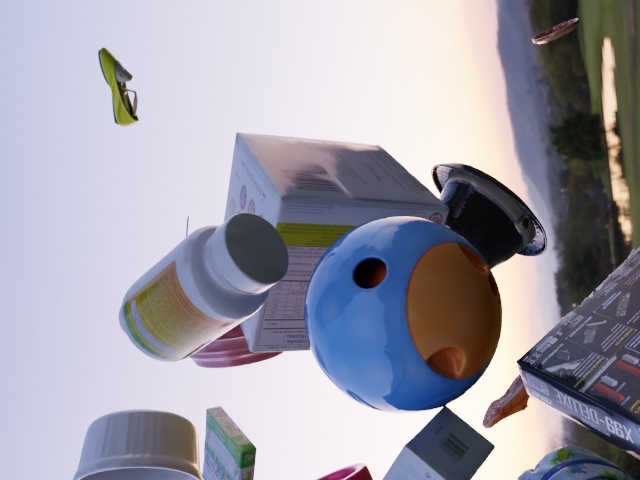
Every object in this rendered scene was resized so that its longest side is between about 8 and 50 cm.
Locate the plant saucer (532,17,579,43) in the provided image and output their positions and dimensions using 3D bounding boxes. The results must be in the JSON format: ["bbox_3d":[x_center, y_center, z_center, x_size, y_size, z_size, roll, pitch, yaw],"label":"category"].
[{"bbox_3d":[0.422,-0.373,1.164,0.013,0.083,0.083,62,-155,-15],"label":"plant saucer"}]

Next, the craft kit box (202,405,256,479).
[{"bbox_3d":[-0.274,0.658,1.920,0.061,0.250,0.246,-7,-69,-32],"label":"craft kit box"}]

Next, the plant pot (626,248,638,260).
[{"bbox_3d":[0.777,0.098,1.525,0.096,0.109,0.109,-90,14,-61],"label":"plant pot"}]

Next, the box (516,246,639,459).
[{"bbox_3d":[0.449,0.130,0.828,0.307,0.242,0.076,-37,-60,-18],"label":"box"}]

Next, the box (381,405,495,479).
[{"bbox_3d":[0.145,0.340,0.907,0.130,0.091,0.170,-21,-38,-54],"label":"box"}]

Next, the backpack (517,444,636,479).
[{"bbox_3d":[0.552,0.577,1.329,0.355,0.290,0.273,46,-173,-12],"label":"backpack"}]

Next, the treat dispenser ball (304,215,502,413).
[{"bbox_3d":[0.120,0.108,0.957,0.288,0.288,0.288,-7,-90,-71],"label":"treat dispenser ball"}]

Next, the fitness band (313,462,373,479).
[{"bbox_3d":[-0.024,0.525,1.297,0.291,0.209,0.054,-16,-106,-39],"label":"fitness band"}]

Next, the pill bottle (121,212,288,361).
[{"bbox_3d":[-0.156,0.063,0.885,0.136,0.246,0.136,26,-133,-32],"label":"pill bottle"}]

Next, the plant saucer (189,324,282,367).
[{"bbox_3d":[-0.222,0.278,1.786,0.332,0.332,0.084,-18,-80,-70],"label":"plant saucer"}]

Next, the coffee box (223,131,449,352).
[{"bbox_3d":[0.000,0.000,1.350,0.337,0.338,0.334,-123,41,-55],"label":"coffee box"}]

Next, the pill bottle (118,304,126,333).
[{"bbox_3d":[-0.535,0.233,2.015,0.264,0.146,0.146,109,156,-85],"label":"pill bottle"}]

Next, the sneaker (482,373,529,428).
[{"bbox_3d":[0.462,0.400,1.574,0.067,0.175,0.064,40,-164,-6],"label":"sneaker"}]

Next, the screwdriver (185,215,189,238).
[{"bbox_3d":[-0.348,0.022,1.673,0.025,0.024,0.170,-95,10,-83],"label":"screwdriver"}]

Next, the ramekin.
[{"bbox_3d":[-0.400,0.484,1.455,0.277,0.277,0.135,58,-158,-50],"label":"ramekin"}]

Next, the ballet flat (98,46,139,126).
[{"bbox_3d":[-0.576,-0.445,1.887,0.077,0.077,0.231,-68,-26,-64],"label":"ballet flat"}]

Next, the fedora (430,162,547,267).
[{"bbox_3d":[0.346,-0.025,1.476,0.152,0.334,0.334,-51,-34,-9],"label":"fedora"}]
